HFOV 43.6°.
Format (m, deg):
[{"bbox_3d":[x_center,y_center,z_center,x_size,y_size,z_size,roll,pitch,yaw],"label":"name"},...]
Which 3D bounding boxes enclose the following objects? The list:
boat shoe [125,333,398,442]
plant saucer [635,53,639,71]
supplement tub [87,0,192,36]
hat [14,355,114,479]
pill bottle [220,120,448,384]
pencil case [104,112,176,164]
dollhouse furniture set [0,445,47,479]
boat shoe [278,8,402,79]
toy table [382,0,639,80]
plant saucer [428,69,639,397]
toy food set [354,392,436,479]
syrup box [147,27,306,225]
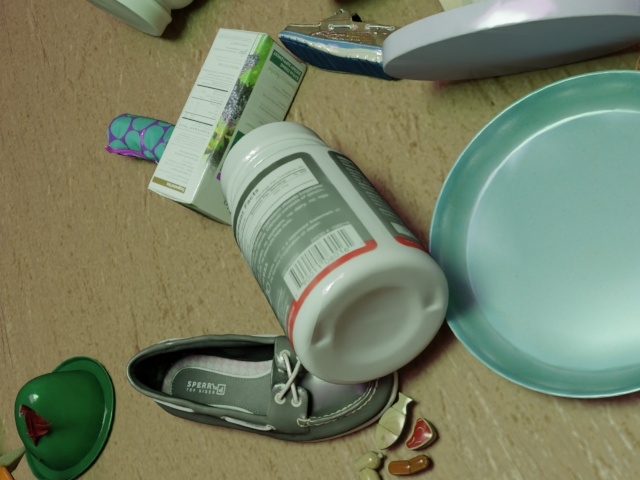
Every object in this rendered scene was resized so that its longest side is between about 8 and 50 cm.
[{"bbox_3d":[-0.079,0.160,0.892,0.335,0.095,0.112,-6,69,34],"label":"boat shoe"},{"bbox_3d":[0.347,-0.168,0.767,0.083,0.013,0.083,-14,64,31],"label":"plant saucer"},{"bbox_3d":[-0.248,-0.491,1.191,0.228,0.228,0.316,28,89,40],"label":"supplement tub"},{"bbox_3d":[-0.388,0.214,1.037,0.208,0.183,0.173,-36,55,19],"label":"hat"},{"bbox_3d":[0.000,0.000,0.847,0.161,0.161,0.283,-47,42,12],"label":"pill bottle"},{"bbox_3d":[-0.242,-0.139,1.150,0.151,0.064,0.070,20,68,40],"label":"pencil case"},{"bbox_3d":[-0.368,0.424,0.926,0.262,0.135,0.259,45,116,20],"label":"dollhouse furniture set"},{"bbox_3d":[0.031,-0.250,1.003,0.183,0.066,0.066,21,80,30],"label":"boat shoe"},{"bbox_3d":[0.186,-0.263,0.797,0.274,0.252,0.161,-4,86,24],"label":"toy table"},{"bbox_3d":[0.253,-0.008,0.754,0.317,0.043,0.318,-14,65,32],"label":"plant saucer"},{"bbox_3d":[0.077,0.223,0.803,0.078,0.019,0.122,35,93,40],"label":"toy food set"},{"bbox_3d":[-0.121,-0.148,1.047,0.096,0.093,0.237,19,84,39],"label":"syrup box"}]
